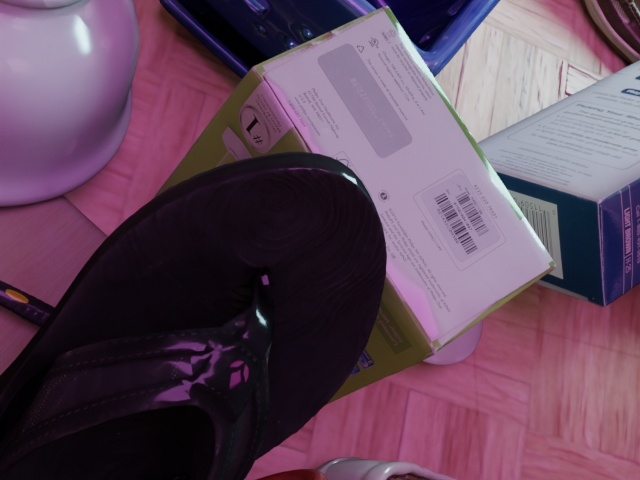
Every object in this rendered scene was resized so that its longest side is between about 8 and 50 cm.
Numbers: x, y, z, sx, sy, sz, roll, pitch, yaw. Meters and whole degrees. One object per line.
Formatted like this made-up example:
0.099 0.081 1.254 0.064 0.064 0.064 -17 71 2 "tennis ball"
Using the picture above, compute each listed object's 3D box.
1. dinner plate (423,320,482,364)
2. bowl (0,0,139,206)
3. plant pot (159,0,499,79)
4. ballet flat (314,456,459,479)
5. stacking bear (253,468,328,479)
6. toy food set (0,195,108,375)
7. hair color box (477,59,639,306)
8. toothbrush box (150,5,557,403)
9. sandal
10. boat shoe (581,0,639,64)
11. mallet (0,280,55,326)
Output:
0.090 0.041 0.942 0.141 0.017 0.141 21 48 -25 "dinner plate"
-0.245 -0.182 0.777 0.297 0.134 0.298 22 46 -25 "bowl"
0.016 -0.234 0.919 0.236 0.212 0.236 41 59 -6 "plant pot"
0.173 0.265 0.855 0.400 0.139 0.139 22 64 -16 "ballet flat"
-0.014 0.321 0.738 0.164 0.175 0.289 -24 92 -54 "stacking bear"
-0.301 0.039 0.755 0.219 0.092 0.306 44 52 -4 "toy food set"
0.304 -0.077 1.004 0.347 0.173 0.105 -28 122 -29 "hair color box"
0.000 0.000 0.783 0.122 0.283 0.206 -30 85 -31 "toothbrush box"
-0.130 0.132 0.610 0.445 0.107 0.167 -40 120 8 "sandal"
0.326 -0.287 1.148 0.095 0.095 0.257 -39 90 -31 "boat shoe"
-0.227 0.020 0.731 0.189 0.039 0.062 25 53 -23 "mallet"
